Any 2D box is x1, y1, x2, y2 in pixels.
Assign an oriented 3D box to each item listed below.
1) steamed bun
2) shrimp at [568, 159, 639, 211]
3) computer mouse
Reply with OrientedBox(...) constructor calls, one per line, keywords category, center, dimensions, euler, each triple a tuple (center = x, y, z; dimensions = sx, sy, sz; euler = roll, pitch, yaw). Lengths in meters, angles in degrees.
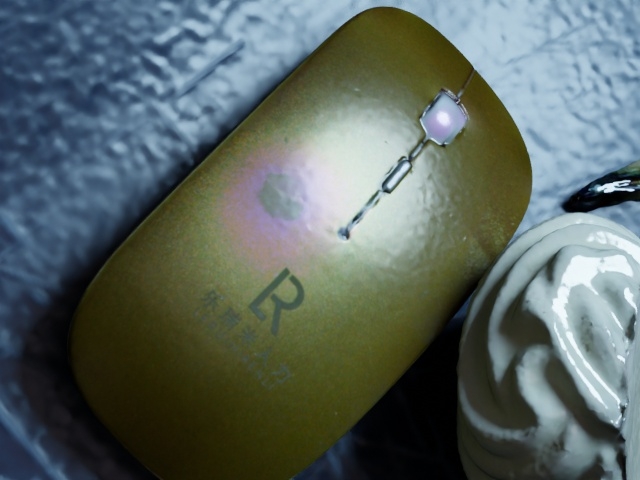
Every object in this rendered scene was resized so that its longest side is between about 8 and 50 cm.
OrientedBox(category="steamed bun", center=(0.127, 0.075, 0.821), dimensions=(0.106, 0.183, 0.182), euler=(2, 76, 20))
OrientedBox(category="shrimp", center=(0.221, 0.057, 0.922), dimensions=(0.198, 0.051, 0.262), euler=(31, 67, -8))
OrientedBox(category="computer mouse", center=(0.000, 0.000, 0.822), dimensions=(0.158, 0.072, 0.310), euler=(48, 66, -10))
